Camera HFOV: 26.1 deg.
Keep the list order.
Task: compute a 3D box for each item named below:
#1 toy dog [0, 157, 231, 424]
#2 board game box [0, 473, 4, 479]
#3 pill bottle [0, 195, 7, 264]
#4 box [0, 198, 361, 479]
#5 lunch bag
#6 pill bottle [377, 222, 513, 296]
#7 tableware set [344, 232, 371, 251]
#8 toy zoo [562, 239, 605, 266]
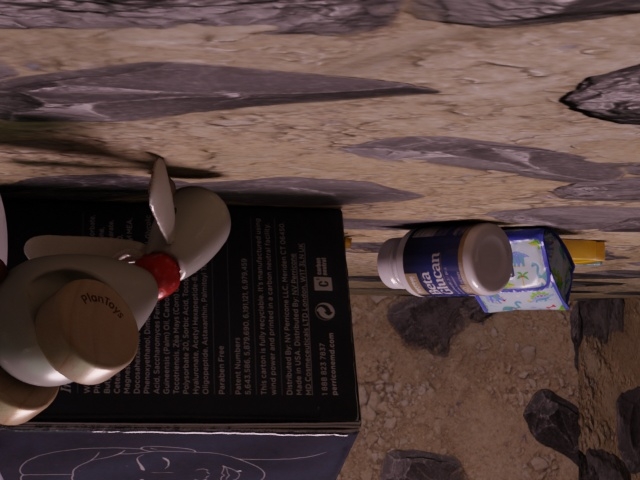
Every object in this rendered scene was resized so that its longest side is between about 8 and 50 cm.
[{"bbox_3d":[-0.211,0.018,1.215,0.220,0.161,0.334,-33,-170,14],"label":"toy dog"},{"bbox_3d":[-0.496,0.186,1.392,0.318,0.066,0.318,8,137,16],"label":"board game box"},{"bbox_3d":[-0.432,0.005,1.221,0.278,0.162,0.162,0,175,5],"label":"pill bottle"},{"bbox_3d":[-0.228,0.189,1.709,0.471,0.297,0.480,1,151,-10],"label":"box"},{"bbox_3d":[0.264,0.032,1.873,0.129,0.096,0.151,-4,144,26],"label":"lunch bag"},{"bbox_3d":[0.158,0.027,1.802,0.094,0.094,0.169,5,173,-45],"label":"pill bottle"},{"bbox_3d":[0.000,0.000,1.969,0.104,0.024,0.154,2,178,29],"label":"tableware set"},{"bbox_3d":[0.292,0.018,2.071,0.293,0.030,0.192,2,175,-16],"label":"toy zoo"}]
